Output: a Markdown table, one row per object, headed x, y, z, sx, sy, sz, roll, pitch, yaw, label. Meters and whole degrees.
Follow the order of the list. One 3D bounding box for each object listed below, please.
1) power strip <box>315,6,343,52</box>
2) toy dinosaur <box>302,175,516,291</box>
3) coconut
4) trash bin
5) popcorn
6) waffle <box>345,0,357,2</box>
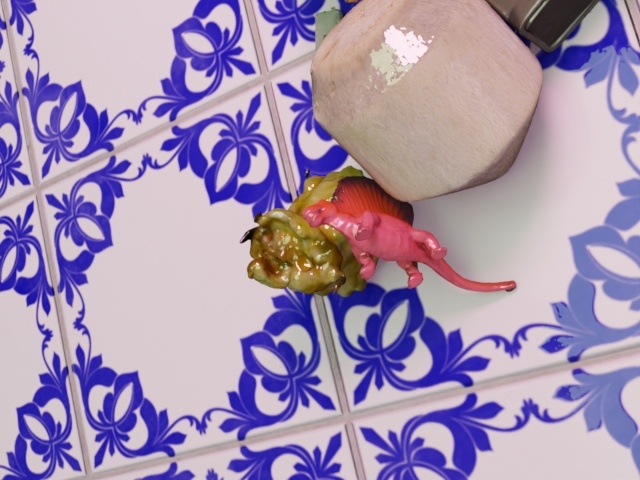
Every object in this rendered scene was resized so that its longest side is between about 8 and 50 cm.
| x | y | z | sx | sy | sz | roll | pitch | yaw | label |
| --- | --- | --- | --- | --- | --- | --- | --- | --- | --- |
| 0.012 | -0.277 | 1.197 | 0.040 | 0.016 | 0.090 | -2 | 87 | 30 | power strip |
| 0.100 | -0.014 | 1.031 | 0.070 | 0.286 | 0.139 | -56 | 34 | 32 | toy dinosaur |
| 0.128 | -0.162 | 0.996 | 0.237 | 0.266 | 0.237 | -43 | 23 | 23 | coconut |
| 0.226 | -0.363 | 1.016 | 0.164 | 0.122 | 0.240 | -51 | 63 | 20 | trash bin |
| 0.007 | -0.008 | 1.083 | 0.173 | 0.195 | 0.168 | 47 | 112 | 18 | popcorn |
| 0.039 | -0.442 | 1.067 | 0.213 | 0.091 | 0.308 | -49 | 34 | 19 | waffle |
